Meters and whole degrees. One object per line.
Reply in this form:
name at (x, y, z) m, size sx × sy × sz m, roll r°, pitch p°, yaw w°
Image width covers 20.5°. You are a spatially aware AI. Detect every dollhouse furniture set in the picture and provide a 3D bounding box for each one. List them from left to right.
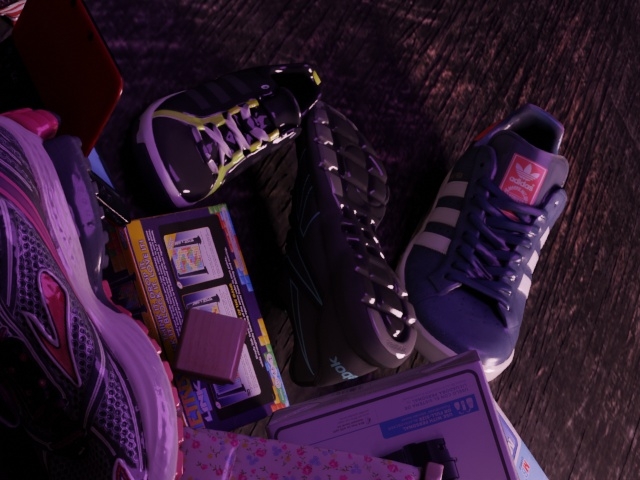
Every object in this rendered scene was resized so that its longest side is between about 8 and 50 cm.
dollhouse furniture set at (0.028, 0.213, 1.117) m, size 0.174 × 0.303 × 0.355 m, roll 104°, pitch -3°, yaw -66°

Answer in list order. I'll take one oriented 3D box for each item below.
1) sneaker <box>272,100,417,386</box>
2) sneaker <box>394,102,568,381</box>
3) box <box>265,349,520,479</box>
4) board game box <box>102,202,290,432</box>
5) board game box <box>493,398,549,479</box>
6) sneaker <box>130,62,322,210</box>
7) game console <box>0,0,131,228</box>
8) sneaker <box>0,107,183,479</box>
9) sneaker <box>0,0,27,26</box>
sneaker at (0.000, 0.000, 1.481) m, size 0.101 × 0.106 × 0.267 m, roll 29°, pitch 40°, yaw -41°
sneaker at (0.165, -0.014, 1.682) m, size 0.131 × 0.148 × 0.350 m, roll 28°, pitch 36°, yaw -9°
box at (0.082, 0.243, 1.295) m, size 0.087 × 0.169 × 0.290 m, roll -47°, pitch 121°, yaw -88°
board game box at (-0.099, 0.065, 1.322) m, size 0.141 × 0.048 × 0.170 m, roll -12°, pitch 84°, yaw -59°
board game box at (0.152, 0.339, 1.540) m, size 0.302 × 0.086 × 0.308 m, roll 56°, pitch 32°, yaw -25°
sneaker at (-0.068, -0.100, 1.424) m, size 0.084 × 0.097 × 0.234 m, roll 63°, pitch 30°, yaw -12°
game console at (-0.160, -0.101, 1.221) m, size 0.124 × 0.085 × 0.144 m, roll 44°, pitch 13°, yaw -53°
sneaker at (-0.185, 0.065, 1.124) m, size 0.112 × 0.121 × 0.299 m, roll -14°, pitch 77°, yaw -46°
sneaker at (-0.232, -0.176, 1.261) m, size 0.118 × 0.067 × 0.042 m, roll -9°, pitch 82°, yaw -30°
